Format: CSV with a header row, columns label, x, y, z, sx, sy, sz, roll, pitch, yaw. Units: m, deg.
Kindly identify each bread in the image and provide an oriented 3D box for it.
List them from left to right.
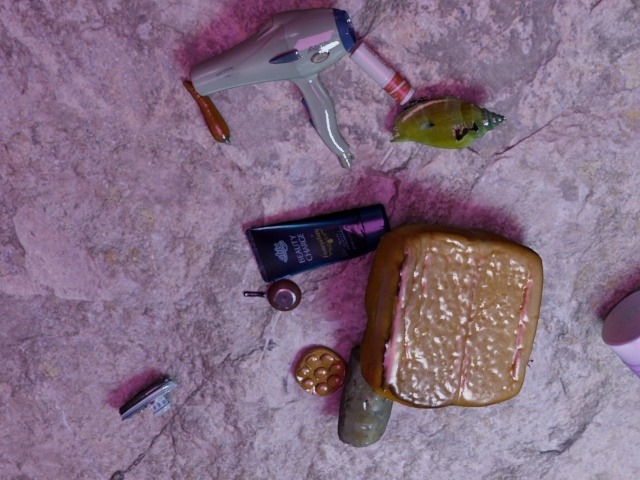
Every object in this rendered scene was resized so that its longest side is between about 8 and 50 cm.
label,x,y,z,sx,sy,sz,roll,pitch,yaw
bread,0.000,0.269,1.570,0.110,0.024,0.110,1,106,2
bread,0.241,0.139,1.432,0.328,0.148,0.336,4,96,-20

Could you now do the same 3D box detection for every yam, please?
label,x,y,z,sx,sy,sz,roll,pitch,yaw
yam,0.095,0.311,1.541,0.108,0.107,0.194,10,108,-2

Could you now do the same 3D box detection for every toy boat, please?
label,x,y,z,sx,sy,sz,roll,pitch,yaw
toy boat,-0.348,0.334,1.582,0.140,0.059,0.066,-36,91,11

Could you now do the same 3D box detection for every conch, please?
label,x,y,z,sx,sy,sz,roll,pitch,yaw
conch,0.230,-0.213,1.389,0.201,0.079,0.094,8,89,8

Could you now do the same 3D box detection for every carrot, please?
label,x,y,z,sx,sy,sz,roll,pitch,yaw
carrot,-0.205,-0.235,1.413,0.035,0.035,0.142,-30,97,10

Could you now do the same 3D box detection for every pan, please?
label,x,y,z,sx,sy,sz,roll,pitch,yaw
pan,-0.095,0.112,1.523,0.115,0.023,0.068,0,109,1

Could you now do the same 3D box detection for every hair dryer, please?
label,x,y,z,sx,sy,sz,roll,pitch,yaw
hair dryer,-0.084,-0.265,1.376,0.296,0.119,0.298,3,121,7

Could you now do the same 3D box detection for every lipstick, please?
label,x,y,z,sx,sy,sz,roll,pitch,yaw
lipstick,0.111,-0.298,1.378,0.131,0.038,0.038,40,104,-11

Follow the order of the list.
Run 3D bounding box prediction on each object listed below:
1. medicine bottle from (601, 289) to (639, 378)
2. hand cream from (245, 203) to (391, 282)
label,x,y,z,sx,sy,sz,roll,pitch,yaw
medicine bottle,0.677,0.224,1.470,0.254,0.152,0.152,42,104,-11
hand cream,0.000,0.000,1.475,0.271,0.061,0.120,-13,113,13
